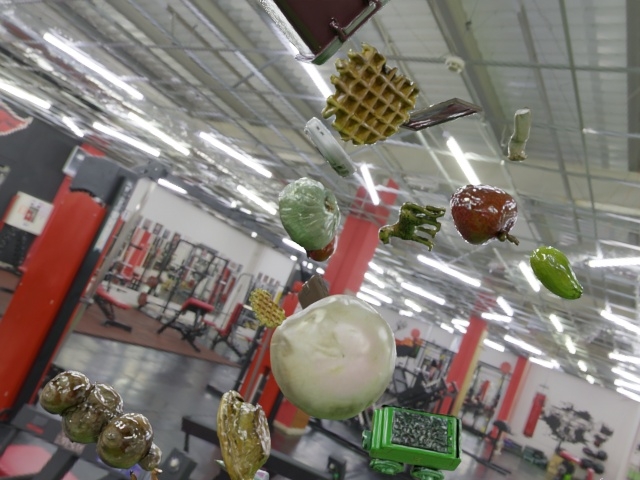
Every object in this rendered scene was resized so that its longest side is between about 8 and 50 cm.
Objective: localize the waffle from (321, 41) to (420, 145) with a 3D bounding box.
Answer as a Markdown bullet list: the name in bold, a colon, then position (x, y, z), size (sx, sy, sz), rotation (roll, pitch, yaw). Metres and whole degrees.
- **waffle**: position (0.142, -0.382, 1.379), size (0.065, 0.309, 0.283), rotation (39, -35, 46)

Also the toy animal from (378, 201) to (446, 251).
- **toy animal**: position (0.211, -0.042, 1.214), size (0.136, 0.073, 0.181), rotation (15, -23, 7)

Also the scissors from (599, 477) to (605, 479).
- **scissors**: position (0.675, 0.655, 1.186), size (0.110, 0.212, 0.021), rotation (10, -42, 16)

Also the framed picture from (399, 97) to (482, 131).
- **framed picture**: position (0.365, -0.399, 1.668), size (0.250, 0.016, 0.184), rotation (-10, -5, 40)

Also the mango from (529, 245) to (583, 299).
- **mango**: position (0.605, 0.084, 1.339), size (0.074, 0.091, 0.165), rotation (-5, 47, -30)

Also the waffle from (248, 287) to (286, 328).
- **waffle**: position (-0.104, 0.130, 0.999), size (0.085, 0.016, 0.078), rotation (57, 30, 6)

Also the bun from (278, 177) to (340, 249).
- **bun**: position (-0.016, -0.075, 1.333), size (0.118, 0.195, 0.195), rotation (-24, -34, 27)

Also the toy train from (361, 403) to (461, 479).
- **toy train**: position (0.224, 0.496, 1.274), size (0.243, 0.132, 0.188), rotation (8, -40, 5)

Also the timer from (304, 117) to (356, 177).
- **timer**: position (0.039, -0.375, 2.132), size (0.237, 0.087, 0.262), rotation (56, 8, 25)

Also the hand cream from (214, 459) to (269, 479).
- **hand cream**: position (-0.247, 0.724, 1.627), size (0.174, 0.047, 0.076), rotation (9, -40, 22)

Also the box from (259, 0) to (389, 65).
- **box**: position (-0.006, -0.428, 0.892), size (0.167, 0.193, 0.294), rotation (47, 7, -22)

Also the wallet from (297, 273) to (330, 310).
- **wallet**: position (-0.024, 0.193, 1.794), size (0.039, 0.118, 0.152), rotation (-8, -28, -35)

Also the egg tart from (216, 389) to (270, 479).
- **egg tart**: position (-0.183, 0.480, 1.272), size (0.106, 0.241, 0.241), rotation (-15, -10, -1)

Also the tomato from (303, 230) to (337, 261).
- **tomato**: position (0.000, 0.000, 2.140), size (0.187, 0.151, 0.187), rotation (47, -30, 37)

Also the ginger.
- **ginger**: position (-0.603, 0.520, 1.464), size (0.375, 0.176, 0.256), rotation (38, -25, 4)

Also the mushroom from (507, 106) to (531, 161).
- **mushroom**: position (0.658, -0.345, 1.715), size (0.059, 0.054, 0.202), rotation (-11, -47, -4)

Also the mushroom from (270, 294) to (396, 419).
- **mushroom**: position (0.023, 0.317, 1.505), size (0.325, 0.353, 0.353), rotation (32, -12, -25)

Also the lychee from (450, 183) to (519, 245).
- **lychee**: position (0.628, -0.085, 1.985), size (0.300, 0.255, 0.255), rotation (62, 3, 16)

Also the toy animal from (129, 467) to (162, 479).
- **toy animal**: position (-0.322, 0.593, 1.160), size (0.255, 0.116, 0.114), rotation (27, -13, 16)
